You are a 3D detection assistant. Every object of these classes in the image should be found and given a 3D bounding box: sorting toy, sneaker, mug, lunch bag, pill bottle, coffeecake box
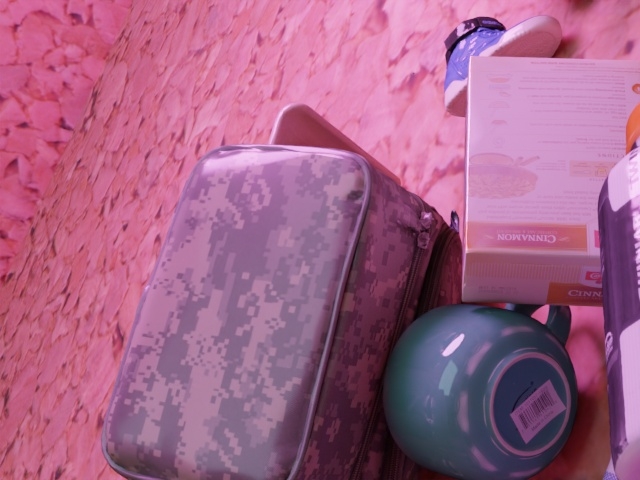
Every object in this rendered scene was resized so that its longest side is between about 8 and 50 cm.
[{"bbox_3d":[0.000,0.000,1.251,0.038,0.193,0.208,7,72,40],"label":"sorting toy"},{"bbox_3d":[0.166,-0.188,1.228,0.152,0.058,0.085,-44,41,51],"label":"sneaker"},{"bbox_3d":[0.127,0.101,0.962,0.097,0.129,0.158,3,83,60],"label":"mug"},{"bbox_3d":[0.000,0.091,1.086,0.212,0.256,0.305,4,72,34],"label":"lunch bag"},{"bbox_3d":[0.227,0.024,0.757,0.130,0.130,0.246,-39,37,44],"label":"pill bottle"},{"bbox_3d":[0.178,-0.046,0.973,0.068,0.142,0.186,85,-171,-55],"label":"coffeecake box"}]

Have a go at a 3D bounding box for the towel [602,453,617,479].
[{"bbox_3d":[0.240,0.161,0.811,0.209,0.034,0.285,10,77,65],"label":"towel"}]
